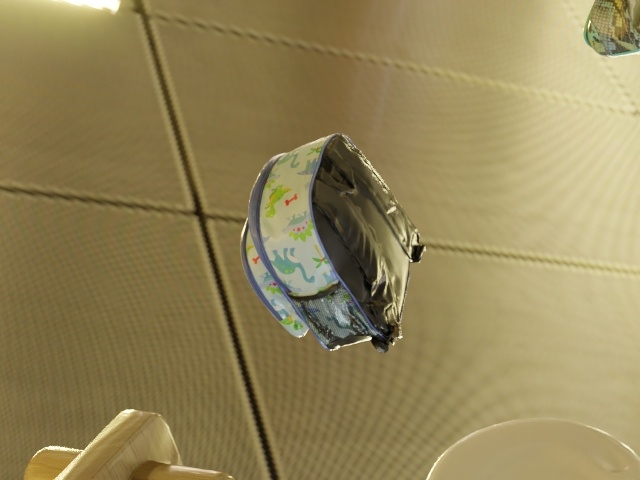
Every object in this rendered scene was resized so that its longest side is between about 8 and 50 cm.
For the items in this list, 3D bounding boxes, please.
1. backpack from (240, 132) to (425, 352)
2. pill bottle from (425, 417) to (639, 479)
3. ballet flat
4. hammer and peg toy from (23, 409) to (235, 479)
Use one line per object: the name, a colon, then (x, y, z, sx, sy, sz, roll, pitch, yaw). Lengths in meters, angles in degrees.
backpack: (0.000, 0.000, 0.801, 0.114, 0.084, 0.105, 58, -147, -32)
pill bottle: (0.155, 0.279, 0.913, 0.160, 0.283, 0.160, -4, -147, 3)
ballet flat: (0.268, -0.234, 1.033, 0.070, 0.188, 0.070, 15, -178, 0)
hammer and peg toy: (-0.109, 0.305, 0.667, 0.127, 0.361, 0.266, 2, -150, 31)
